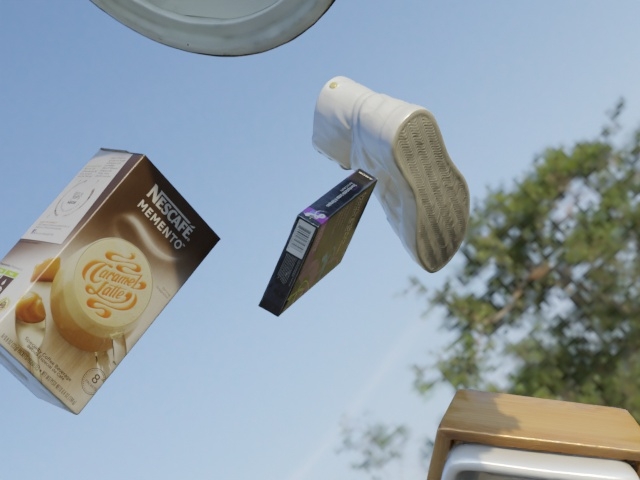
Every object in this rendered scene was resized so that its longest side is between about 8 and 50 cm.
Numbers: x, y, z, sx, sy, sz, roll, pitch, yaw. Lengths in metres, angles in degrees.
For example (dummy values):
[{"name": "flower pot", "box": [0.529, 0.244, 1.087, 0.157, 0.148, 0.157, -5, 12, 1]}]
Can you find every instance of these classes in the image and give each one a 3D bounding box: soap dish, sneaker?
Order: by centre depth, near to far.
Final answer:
[{"name": "soap dish", "box": [0.224, 0.290, 1.478, 0.118, 0.228, 0.291, -83, -2, -47]}, {"name": "sneaker", "box": [0.085, -0.091, 1.696, 0.108, 0.169, 0.292, -44, -38, -20]}]

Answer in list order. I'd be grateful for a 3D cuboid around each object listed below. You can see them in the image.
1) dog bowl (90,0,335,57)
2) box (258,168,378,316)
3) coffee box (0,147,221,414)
[{"name": "dog bowl", "box": [-0.111, -0.386, 1.255, 0.150, 0.408, 0.408, -52, -3, -42]}, {"name": "box", "box": [0.000, 0.000, 1.390, 0.162, 0.029, 0.116, -42, -21, -59]}, {"name": "coffee box", "box": [-0.243, 0.038, 1.412, 0.098, 0.141, 0.246, 10, 57, 52]}]
